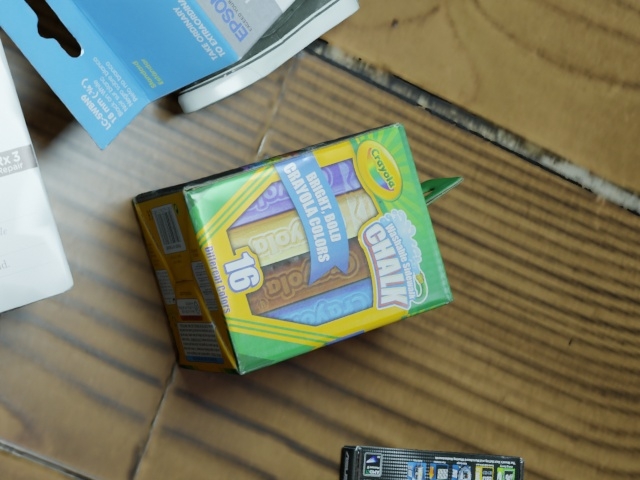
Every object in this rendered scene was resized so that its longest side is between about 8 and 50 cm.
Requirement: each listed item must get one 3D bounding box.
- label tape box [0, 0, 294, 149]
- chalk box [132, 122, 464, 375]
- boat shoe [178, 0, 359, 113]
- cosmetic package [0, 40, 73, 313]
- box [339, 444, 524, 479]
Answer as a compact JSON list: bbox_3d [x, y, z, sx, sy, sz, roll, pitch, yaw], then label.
[{"bbox_3d":[-0.132,-0.277,1.748,0.334,0.106,0.240,-51,117,-25],"label":"label tape box"},{"bbox_3d":[0.000,0.000,1.876,0.289,0.180,0.179,-17,94,-20],"label":"chalk box"},{"bbox_3d":[-0.061,-0.199,1.920,0.219,0.078,0.070,-38,102,-27],"label":"boat shoe"},{"bbox_3d":[-0.381,-0.107,1.741,0.217,0.156,0.385,-19,96,-20],"label":"cosmetic package"},{"bbox_3d":[0.107,0.301,1.979,0.190,0.045,0.184,7,83,-21],"label":"box"}]
